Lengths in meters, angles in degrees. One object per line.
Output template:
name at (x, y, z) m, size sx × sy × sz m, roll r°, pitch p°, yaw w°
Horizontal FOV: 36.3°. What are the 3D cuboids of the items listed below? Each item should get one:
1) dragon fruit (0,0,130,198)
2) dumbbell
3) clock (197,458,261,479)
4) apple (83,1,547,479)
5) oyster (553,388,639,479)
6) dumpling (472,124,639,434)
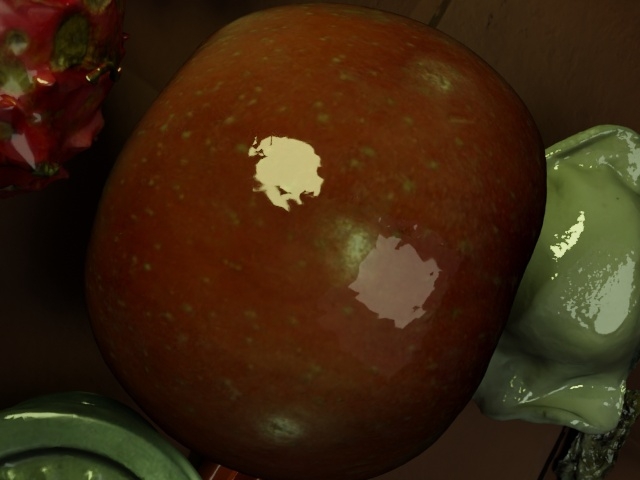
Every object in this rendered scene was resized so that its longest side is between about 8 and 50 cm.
dragon fruit at (-0.211, -0.152, 0.567) m, size 0.205 × 0.210 × 0.268 m, roll 6°, pitch 113°, yaw -1°
dumbbell at (-0.160, 0.183, 0.601) m, size 0.179 × 0.406 × 0.179 m, roll 2°, pitch 81°, yaw -12°
clock at (-0.037, 0.249, 0.916) m, size 0.205 × 0.051 × 0.205 m, roll -11°, pitch 108°, yaw -36°
apple at (0.000, 0.000, 0.708) m, size 0.276 × 0.348 × 0.349 m, roll 21°, pitch 89°, yaw 3°
oyster at (0.352, 0.252, 1.227) m, size 0.108 × 0.053 × 0.166 m, roll 13°, pitch 101°, yaw -30°
dumpling at (0.237, 0.038, 1.032) m, size 0.242 × 0.187 × 0.318 m, roll 0°, pitch 96°, yaw 2°
